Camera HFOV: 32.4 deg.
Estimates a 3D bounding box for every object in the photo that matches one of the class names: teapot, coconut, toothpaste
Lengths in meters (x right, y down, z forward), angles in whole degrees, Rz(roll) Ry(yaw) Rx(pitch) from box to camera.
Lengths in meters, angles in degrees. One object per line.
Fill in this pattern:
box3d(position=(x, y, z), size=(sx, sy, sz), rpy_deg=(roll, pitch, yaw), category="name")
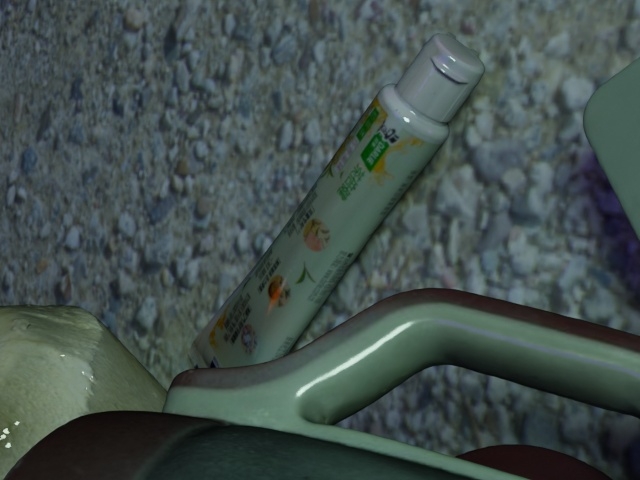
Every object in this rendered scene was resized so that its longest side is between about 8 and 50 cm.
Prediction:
box3d(position=(0.045, 0.164, 0.447), size=(0.312, 0.233, 0.315), rpy_deg=(5, 62, 17), category="teapot")
box3d(position=(-0.187, 0.182, 0.754), size=(0.237, 0.266, 0.237), rpy_deg=(-22, 32, 15), category="coconut")
box3d(position=(0.000, 0.000, 0.725), size=(0.056, 0.058, 0.314), rpy_deg=(33, 118, -6), category="toothpaste")

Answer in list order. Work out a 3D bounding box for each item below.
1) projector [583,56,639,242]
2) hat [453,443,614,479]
box3d(position=(0.272, -0.021, 0.459), size=(0.259, 0.079, 0.257), rpy_deg=(-37, 61, 33), category="projector")
box3d(position=(0.112, 0.210, 0.569), size=(0.205, 0.089, 0.205), rpy_deg=(-10, 73, 36), category="hat")
